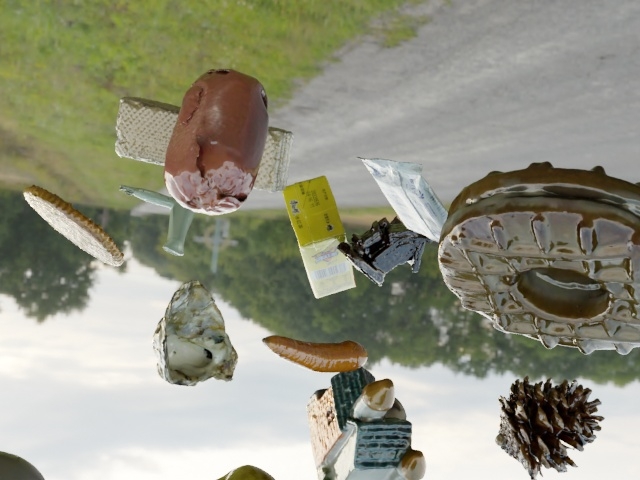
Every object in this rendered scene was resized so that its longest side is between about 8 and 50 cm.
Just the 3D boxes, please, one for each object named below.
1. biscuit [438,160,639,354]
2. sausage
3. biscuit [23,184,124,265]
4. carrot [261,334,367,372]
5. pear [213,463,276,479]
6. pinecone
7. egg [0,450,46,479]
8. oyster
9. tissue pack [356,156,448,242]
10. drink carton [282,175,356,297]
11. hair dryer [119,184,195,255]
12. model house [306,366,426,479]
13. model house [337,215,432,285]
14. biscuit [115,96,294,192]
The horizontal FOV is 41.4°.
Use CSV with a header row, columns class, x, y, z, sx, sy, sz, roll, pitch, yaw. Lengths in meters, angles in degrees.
class,x,y,z,sx,sy,sz,roll,pitch,yaw
biscuit,0.305,0.031,1.050,0.332,0.103,0.332,16,150,9
sausage,-0.166,-0.164,1.373,0.152,0.279,0.152,5,142,4
biscuit,-0.519,-0.031,1.798,0.254,0.035,0.254,32,162,12
carrot,-0.013,0.205,1.521,0.271,0.062,0.066,10,168,-42
pear,-0.148,0.532,1.603,0.197,0.197,0.197,7,180,0
pinecone,0.354,0.283,1.319,0.174,0.173,0.173,7,180,0
egg,-0.505,0.389,1.274,0.199,0.146,0.146,14,-179,6
oyster,-0.229,0.164,1.520,0.166,0.294,0.094,-26,-131,-27
tissue pack,0.141,-0.055,1.263,0.122,0.026,0.193,22,158,47
drink carton,0.000,0.000,1.961,0.111,0.154,0.351,-18,157,0
hair dryer,-0.474,-0.086,2.426,0.237,0.206,0.075,28,142,-25
model house,0.113,0.358,1.626,0.190,0.271,0.301,6,137,-19
model house,0.134,0.003,1.752,0.141,0.164,0.203,43,-179,-16
biscuit,-0.262,-0.210,1.843,0.426,0.144,0.078,16,-165,23
